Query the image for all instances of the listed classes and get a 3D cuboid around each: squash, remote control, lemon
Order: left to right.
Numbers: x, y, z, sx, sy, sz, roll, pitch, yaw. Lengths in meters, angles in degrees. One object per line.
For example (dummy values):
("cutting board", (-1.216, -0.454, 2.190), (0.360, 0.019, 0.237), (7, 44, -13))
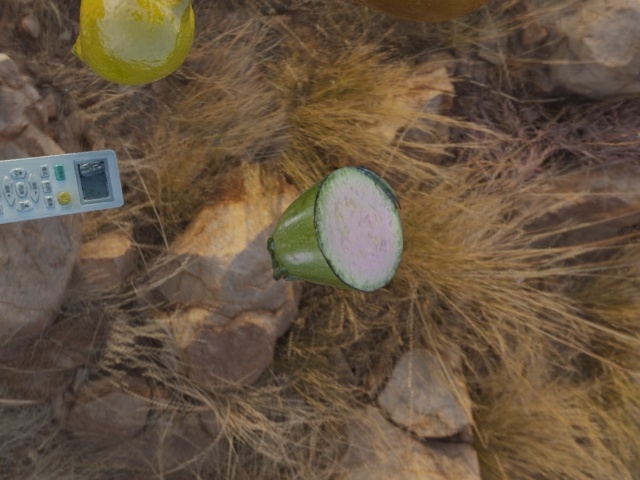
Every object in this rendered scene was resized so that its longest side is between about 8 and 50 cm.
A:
("remote control", (-0.491, -0.088, 1.105), (0.293, 0.051, 0.103), (-10, 98, -24))
("lemon", (-0.304, -0.352, 1.071), (0.244, 0.187, 0.187), (-23, 115, 25))
("squash", (-0.008, -0.001, 0.561), (0.105, 0.132, 0.105), (11, 74, -41))

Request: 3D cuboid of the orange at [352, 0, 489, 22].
("orange", (0.083, -0.271, 0.493), (0.206, 0.206, 0.206), (-5, 104, -20))
